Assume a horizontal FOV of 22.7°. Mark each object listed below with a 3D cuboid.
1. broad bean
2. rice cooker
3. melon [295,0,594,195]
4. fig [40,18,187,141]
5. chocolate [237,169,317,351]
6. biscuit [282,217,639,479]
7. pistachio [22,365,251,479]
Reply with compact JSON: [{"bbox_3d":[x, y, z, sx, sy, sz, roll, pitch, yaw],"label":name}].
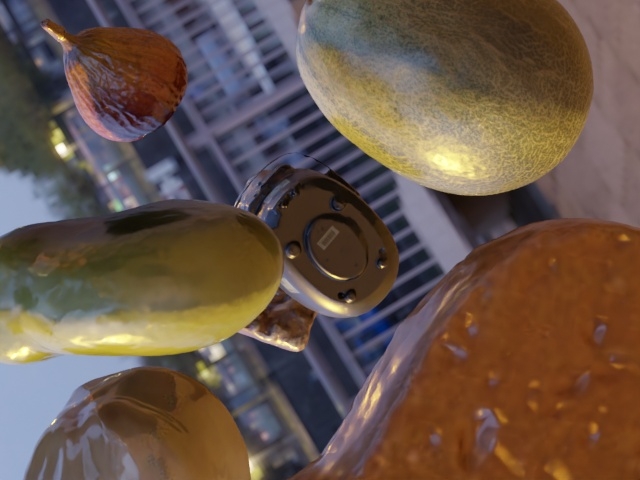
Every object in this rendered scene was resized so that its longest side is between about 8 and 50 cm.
[{"bbox_3d":[-0.174,0.036,1.401,0.238,0.291,0.119,-138,40,-74],"label":"broad bean"},{"bbox_3d":[-0.001,-0.001,1.794,0.203,0.142,0.118,42,173,-15],"label":"rice cooker"},{"bbox_3d":[0.132,-0.183,1.699,0.329,0.249,0.248,23,179,-7],"label":"melon"},{"bbox_3d":[-0.195,-0.158,1.550,0.119,0.119,0.153,57,-169,22],"label":"fig"},{"bbox_3d":[-0.046,0.021,1.977,0.148,0.214,0.093,21,176,-11],"label":"chocolate"},{"bbox_3d":[0.191,0.170,0.761,0.078,0.455,0.350,159,118,-82],"label":"biscuit"},{"bbox_3d":[-0.181,0.278,1.547,0.208,0.226,0.332,-142,56,-64],"label":"pistachio"}]
